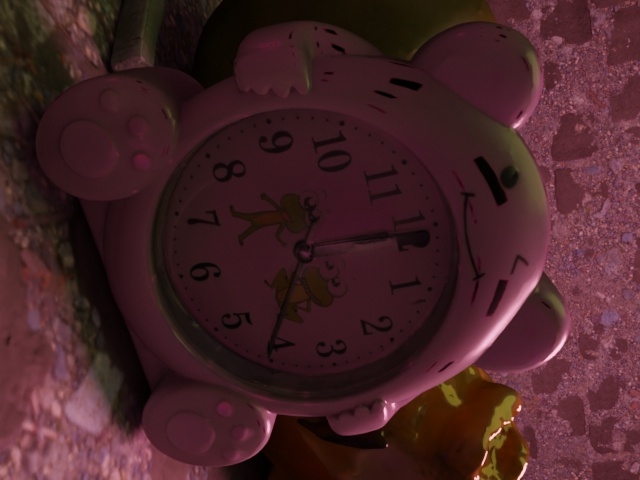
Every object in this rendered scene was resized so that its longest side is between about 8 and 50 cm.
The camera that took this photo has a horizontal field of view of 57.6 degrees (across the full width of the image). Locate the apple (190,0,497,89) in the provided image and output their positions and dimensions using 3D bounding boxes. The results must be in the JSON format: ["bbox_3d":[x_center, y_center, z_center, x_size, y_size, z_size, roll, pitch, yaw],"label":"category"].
[{"bbox_3d":[0.031,-0.155,0.640,0.357,0.356,0.358,-10,90,-78],"label":"apple"}]

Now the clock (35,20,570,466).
[{"bbox_3d":[0.000,0.000,0.417,0.113,0.321,0.296,-79,156,-70],"label":"clock"}]

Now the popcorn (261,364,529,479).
[{"bbox_3d":[0.057,0.192,0.630,0.297,0.315,0.281,51,40,-8],"label":"popcorn"}]

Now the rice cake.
[{"bbox_3d":[-0.159,-0.207,0.523,0.029,0.033,0.171,62,22,-53],"label":"rice cake"}]
